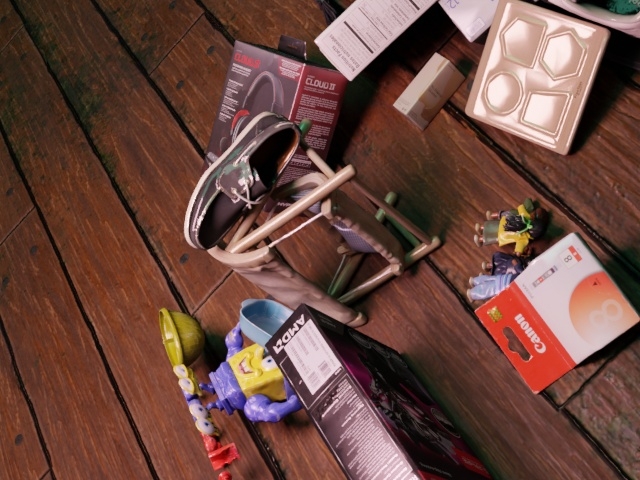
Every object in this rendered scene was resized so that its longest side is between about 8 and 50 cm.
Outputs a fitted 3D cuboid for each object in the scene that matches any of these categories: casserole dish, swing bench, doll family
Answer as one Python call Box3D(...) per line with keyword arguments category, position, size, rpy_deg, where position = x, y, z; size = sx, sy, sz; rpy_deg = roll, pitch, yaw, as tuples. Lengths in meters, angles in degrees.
Box3D(category="casserole dish", position=(-0.048, 0.154, 1.638), size=(0.188, 0.114, 0.037), rpy_deg=(30, 112, 18))
Box3D(category="swing bench", position=(0.000, 0.000, 1.606), size=(0.255, 0.253, 0.165), rpy_deg=(-47, 43, 7))
Box3D(category="doll family", position=(0.277, 0.018, 1.491), size=(0.111, 0.076, 0.193), rpy_deg=(-6, 66, 34))

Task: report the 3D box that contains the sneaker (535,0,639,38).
Box3D(category="sneaker", position=(0.357, -0.393, 1.494), size=(0.330, 0.146, 0.122), rpy_deg=(31, 111, 27))

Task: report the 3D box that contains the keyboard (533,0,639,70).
Box3D(category="keyboard", position=(0.469, -0.370, 1.587), size=(0.317, 0.033, 0.201), rpy_deg=(36, 98, 46))

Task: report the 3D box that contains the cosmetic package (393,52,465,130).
Box3D(category="cosmetic package", position=(0.182, -0.249, 1.741), size=(0.115, 0.060, 0.041), rpy_deg=(-52, 44, 5))

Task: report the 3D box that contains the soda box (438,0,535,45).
Box3D(category="soda box", position=(0.330, -0.436, 1.641), size=(0.286, 0.098, 0.091), rpy_deg=(-41, 78, 23))

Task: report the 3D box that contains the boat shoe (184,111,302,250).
Box3D(category="boat shoe", position=(-0.113, -0.083, 1.510), size=(0.233, 0.084, 0.079), rpy_deg=(-54, 42, -5))

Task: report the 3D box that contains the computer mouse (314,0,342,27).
Box3D(category="computer mouse", position=(0.027, -0.547, 1.975), size=(0.060, 0.262, 0.184), rpy_deg=(-11, 44, -15))

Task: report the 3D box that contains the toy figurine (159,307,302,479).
Box3D(category="toy figurine", position=(-0.114, 0.227, 1.691), size=(0.217, 0.191, 0.362), rpy_deg=(-22, 37, -9))

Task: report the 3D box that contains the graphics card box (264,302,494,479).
Box3D(category="graphics card box", position=(0.096, 0.257, 1.381), size=(0.094, 0.233, 0.371), rpy_deg=(-50, 42, 11))

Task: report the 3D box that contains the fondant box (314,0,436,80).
Box3D(category="fondant box", position=(0.147, -0.426, 1.770), size=(0.330, 0.096, 0.238), rpy_deg=(-41, 7, 13))

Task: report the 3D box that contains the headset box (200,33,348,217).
Box3D(category="headset box", position=(-0.082, -0.214, 1.844), size=(0.218, 0.110, 0.293), rpy_deg=(30, 108, 46))

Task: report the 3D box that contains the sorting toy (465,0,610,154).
Box3D(category="sorting toy", position=(0.326, -0.251, 1.575), size=(0.208, 0.038, 0.193), rpy_deg=(31, 114, 39))

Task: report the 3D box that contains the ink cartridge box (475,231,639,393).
Box3D(category="ink cartridge box", position=(0.311, 0.097, 1.384), size=(0.179, 0.045, 0.145), rpy_deg=(-38, 75, 13))
